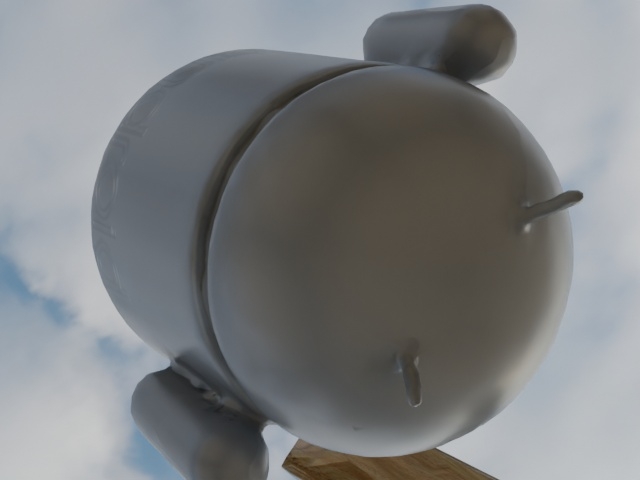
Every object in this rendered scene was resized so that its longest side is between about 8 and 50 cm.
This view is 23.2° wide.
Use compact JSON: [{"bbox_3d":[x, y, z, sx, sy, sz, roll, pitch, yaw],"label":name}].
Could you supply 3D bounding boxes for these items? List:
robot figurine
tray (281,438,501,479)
[{"bbox_3d":[0.000,0.000,0.854,0.200,0.353,0.300,31,-96,-28],"label":"robot figurine"},{"bbox_3d":[0.166,0.241,1.076,0.203,0.411,0.076,43,-103,-36],"label":"tray"}]
